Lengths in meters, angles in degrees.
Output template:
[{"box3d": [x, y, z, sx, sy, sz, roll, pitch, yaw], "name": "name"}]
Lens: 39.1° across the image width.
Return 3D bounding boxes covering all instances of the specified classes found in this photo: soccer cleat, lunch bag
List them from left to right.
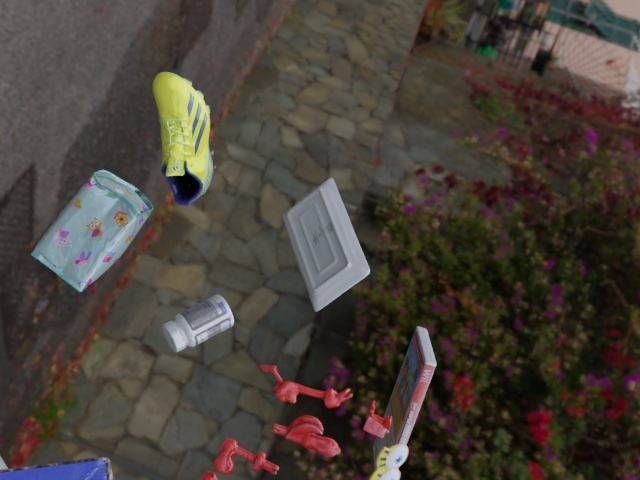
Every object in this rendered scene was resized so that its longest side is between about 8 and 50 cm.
[{"box3d": [-0.482, -0.029, 1.946, 0.223, 0.160, 0.262, -51, -173, 3], "name": "lunch bag"}, {"box3d": [-0.260, -0.184, 1.692, 0.289, 0.093, 0.121, 82, 26, -49], "name": "soccer cleat"}]

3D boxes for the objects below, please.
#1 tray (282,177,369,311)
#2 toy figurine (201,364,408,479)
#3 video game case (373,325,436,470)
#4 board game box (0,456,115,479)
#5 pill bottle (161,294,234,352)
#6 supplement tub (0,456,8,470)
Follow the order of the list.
[{"box3d": [0.000, 0.000, 1.826, 0.145, 0.030, 0.270, -37, -132, 19], "name": "tray"}, {"box3d": [-0.065, 0.334, 0.915, 0.362, 0.191, 0.217, -63, 178, 18], "name": "toy figurine"}, {"box3d": [0.163, 0.332, 1.788, 0.204, 0.025, 0.285, -84, -169, -76], "name": "video game case"}, {"box3d": [-0.315, 0.370, 0.942, 0.291, 0.232, 0.141, 94, -12, -48], "name": "board game box"}, {"box3d": [-0.258, 0.176, 1.897, 0.137, 0.078, 0.078, -26, 156, -23], "name": "pill bottle"}, {"box3d": [-0.644, 0.493, 1.589, 0.241, 0.331, 0.241, -19, 123, -31], "name": "supplement tub"}]
